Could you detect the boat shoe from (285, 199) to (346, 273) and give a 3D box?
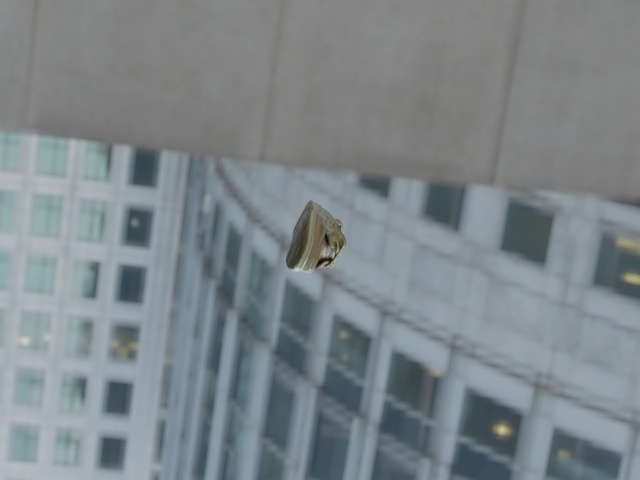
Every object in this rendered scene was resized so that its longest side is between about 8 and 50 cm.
[{"bbox_3d":[0.000,0.000,1.600,0.045,0.050,0.135,26,-161,-5],"label":"boat shoe"}]
